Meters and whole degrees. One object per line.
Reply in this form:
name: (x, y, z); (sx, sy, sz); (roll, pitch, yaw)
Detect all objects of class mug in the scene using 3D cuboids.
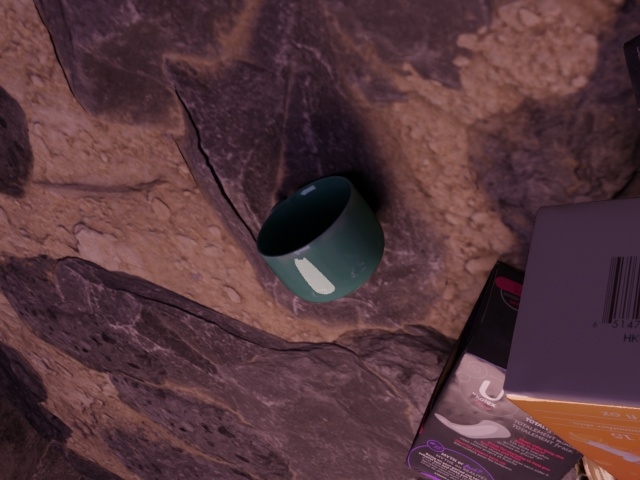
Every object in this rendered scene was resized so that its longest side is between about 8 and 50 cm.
mug: (0.007, -0.001, 0.833); (0.129, 0.158, 0.097); (-27, 119, 19)

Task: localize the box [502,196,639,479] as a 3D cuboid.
box: (0.336, 0.117, 0.607); (0.214, 0.168, 0.345); (-5, 149, 43)

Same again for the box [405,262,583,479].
box: (0.222, 0.184, 0.858); (0.165, 0.143, 0.270); (24, 140, 10)

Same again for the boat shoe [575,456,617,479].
boat shoe: (0.377, 0.338, 0.951); (0.089, 0.105, 0.285); (-7, 128, 34)

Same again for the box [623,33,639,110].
box: (0.342, -0.111, 0.468); (0.230, 0.056, 0.183); (15, 150, -32)
